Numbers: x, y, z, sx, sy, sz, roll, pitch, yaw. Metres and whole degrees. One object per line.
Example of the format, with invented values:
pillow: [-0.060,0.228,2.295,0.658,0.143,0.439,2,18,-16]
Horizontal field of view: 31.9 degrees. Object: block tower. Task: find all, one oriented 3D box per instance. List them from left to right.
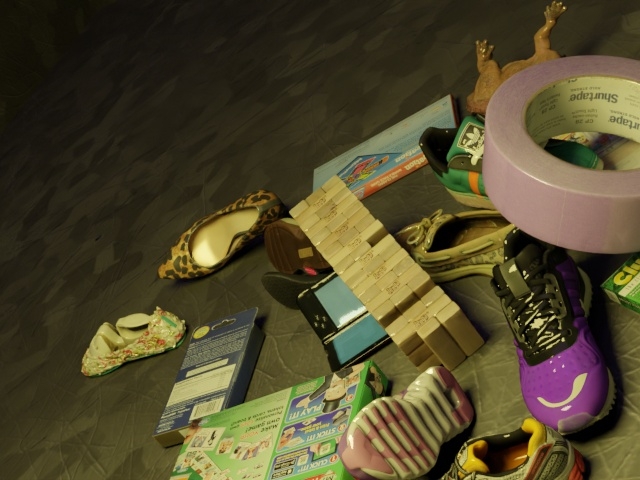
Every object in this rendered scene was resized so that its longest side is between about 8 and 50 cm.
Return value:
block tower: [0.077,0.040,1.494,0.091,0.097,0.335,-40,45,-1]

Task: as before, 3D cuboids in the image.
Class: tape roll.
tape roll: [0.332,-0.109,1.330,0.275,0.090,0.274,-2,43,2]

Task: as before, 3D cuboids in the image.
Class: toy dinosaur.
toy dinosaur: [0.304,-0.227,1.709,0.296,0.127,0.200,-17,41,45]

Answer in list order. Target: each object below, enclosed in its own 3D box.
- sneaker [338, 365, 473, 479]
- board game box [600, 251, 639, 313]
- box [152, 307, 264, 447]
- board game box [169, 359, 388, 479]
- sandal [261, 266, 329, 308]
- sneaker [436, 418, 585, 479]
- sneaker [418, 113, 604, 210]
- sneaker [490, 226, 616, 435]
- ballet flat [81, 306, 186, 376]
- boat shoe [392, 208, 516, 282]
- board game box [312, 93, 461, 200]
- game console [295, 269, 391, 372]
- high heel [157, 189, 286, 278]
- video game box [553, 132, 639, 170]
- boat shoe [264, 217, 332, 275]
sneaker: [0.082,0.223,1.267,0.105,0.095,0.236,-36,-9,31]
board game box: [0.458,-0.007,1.291,0.260,0.030,0.136,-42,30,-8]
box: [-0.162,0.204,1.696,0.136,0.036,0.225,-20,34,30]
board game box: [-0.070,0.286,1.444,0.317,0.046,0.213,-23,32,31]
sandal: [-0.013,0.068,1.700,0.179,0.067,0.040,-1,39,39]
sneaker: [0.159,0.253,1.185,0.225,0.092,0.088,-31,30,16]
sneaker: [0.241,-0.106,1.508,0.302,0.121,0.108,5,59,59]
sneaker: [0.247,0.087,1.271,0.102,0.146,0.293,-27,29,20]
ballet flat: [-0.333,0.166,1.913,0.241,0.077,0.091,-22,33,29]
boat shoe: [0.195,-0.006,1.531,0.285,0.089,0.104,-3,45,48]
board game box: [0.110,-0.141,1.899,0.281,0.027,0.145,-28,28,19]
game console: [0.048,0.094,1.564,0.144,0.124,0.085,-34,-3,7]
high heel: [-0.180,-0.006,1.901,0.261,0.093,0.186,-30,-2,2]
video game box: [0.391,-0.115,1.510,0.205,0.048,0.187,-34,31,10]
boat shoe: [0.001,0.008,1.768,0.095,0.095,0.257,-12,9,-27]
